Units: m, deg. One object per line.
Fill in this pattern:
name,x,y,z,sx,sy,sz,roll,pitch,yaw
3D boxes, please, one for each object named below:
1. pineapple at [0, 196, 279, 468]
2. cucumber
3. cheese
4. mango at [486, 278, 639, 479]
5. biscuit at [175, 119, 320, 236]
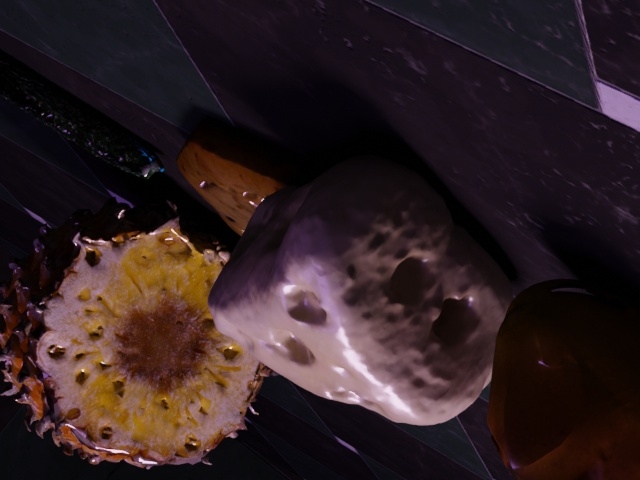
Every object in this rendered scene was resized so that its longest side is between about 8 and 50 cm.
pineapple,-0.229,0.113,2.135,0.352,0.352,0.300,38,175,-16
cucumber,-0.284,-0.138,1.967,0.257,0.043,0.044,31,173,12
cheese,0.055,0.045,1.460,0.248,0.173,0.251,30,156,-6
mango,0.218,0.137,1.375,0.236,0.166,0.136,58,-179,-22
biscuit,-0.001,0.000,1.743,0.359,0.046,0.359,32,167,8
